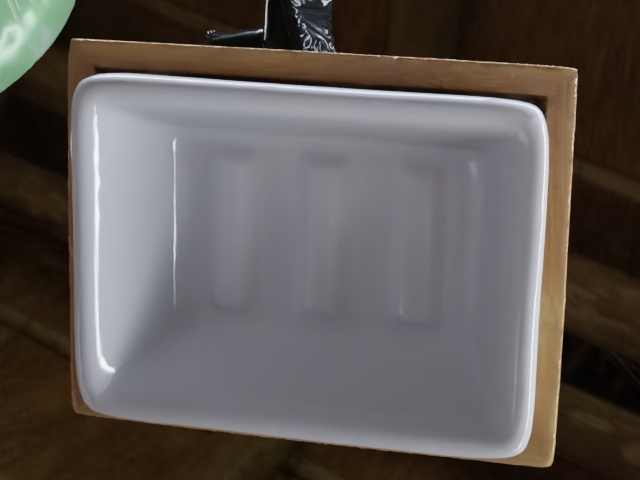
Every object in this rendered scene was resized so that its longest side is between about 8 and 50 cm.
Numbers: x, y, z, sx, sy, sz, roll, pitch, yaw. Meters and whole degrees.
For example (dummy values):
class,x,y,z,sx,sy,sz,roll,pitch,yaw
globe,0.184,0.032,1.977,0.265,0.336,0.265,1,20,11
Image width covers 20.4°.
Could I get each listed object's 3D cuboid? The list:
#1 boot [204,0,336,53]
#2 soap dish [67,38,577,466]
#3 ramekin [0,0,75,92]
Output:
class,x,y,z,sx,sy,sz,roll,pitch,yaw
boot,-0.039,-0.137,1.188,0.099,0.045,0.121,-8,-89,42
soap dish,0.000,0.000,1.028,0.290,0.118,0.229,5,-74,13
ramekin,-0.323,-0.208,1.178,0.303,0.148,0.303,-6,-135,6
